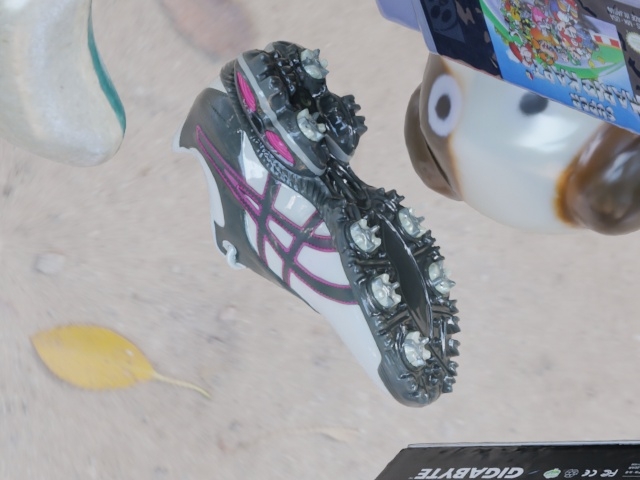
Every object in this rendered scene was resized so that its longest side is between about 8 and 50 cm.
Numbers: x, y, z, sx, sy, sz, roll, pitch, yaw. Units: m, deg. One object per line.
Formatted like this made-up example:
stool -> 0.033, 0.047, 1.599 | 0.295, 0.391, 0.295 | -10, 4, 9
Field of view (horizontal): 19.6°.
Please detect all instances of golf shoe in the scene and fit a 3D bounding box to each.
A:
golf shoe -> 0.000, 0.000, 1.260 | 0.120, 0.105, 0.273 | -35, 75, 32

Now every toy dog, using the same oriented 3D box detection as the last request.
toy dog -> 0.231, -0.174, 1.414 | 0.408, 0.284, 0.395 | -42, 138, -31

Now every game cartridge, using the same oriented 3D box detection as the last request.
game cartridge -> 0.124, -0.178, 1.044 | 0.068, 0.355, 0.230 | -34, 127, -23

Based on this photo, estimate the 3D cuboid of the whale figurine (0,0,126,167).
whale figurine -> -0.197, -0.105, 0.739 | 0.272, 0.141, 0.216 | 7, 132, 17

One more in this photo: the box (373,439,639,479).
box -> 0.101, 0.168, 0.657 | 0.257, 0.322, 0.079 | -43, 117, -44
